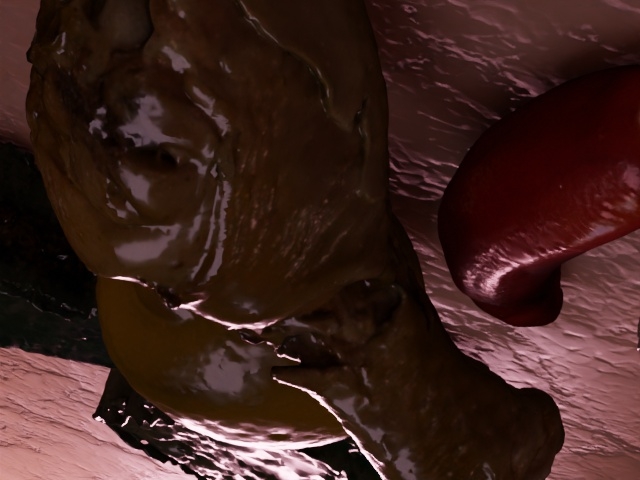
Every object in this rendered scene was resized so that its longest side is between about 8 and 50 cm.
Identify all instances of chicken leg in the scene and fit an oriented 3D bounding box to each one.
[{"bbox_3d":[0.000,0.000,0.958,0.429,0.201,0.153,54,173,-25],"label":"chicken leg"}]

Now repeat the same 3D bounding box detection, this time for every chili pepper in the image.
[{"bbox_3d":[0.137,-0.023,1.013,0.137,0.091,0.368,5,167,-14],"label":"chili pepper"}]

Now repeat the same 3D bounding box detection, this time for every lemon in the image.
[{"bbox_3d":[-0.028,0.036,1.134,0.184,0.184,0.248,1,162,37],"label":"lemon"}]

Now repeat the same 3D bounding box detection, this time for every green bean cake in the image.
[{"bbox_3d":[-0.221,-0.004,1.287,0.208,0.107,0.193,13,153,13],"label":"green bean cake"},{"bbox_3d":[-0.004,0.127,1.373,0.255,0.132,0.241,31,155,-28],"label":"green bean cake"}]

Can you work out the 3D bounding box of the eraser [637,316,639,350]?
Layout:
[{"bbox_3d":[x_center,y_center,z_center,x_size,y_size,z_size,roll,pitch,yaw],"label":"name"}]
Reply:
[{"bbox_3d":[0.317,0.067,1.101,0.230,0.038,0.157,21,157,-4],"label":"eraser"}]
